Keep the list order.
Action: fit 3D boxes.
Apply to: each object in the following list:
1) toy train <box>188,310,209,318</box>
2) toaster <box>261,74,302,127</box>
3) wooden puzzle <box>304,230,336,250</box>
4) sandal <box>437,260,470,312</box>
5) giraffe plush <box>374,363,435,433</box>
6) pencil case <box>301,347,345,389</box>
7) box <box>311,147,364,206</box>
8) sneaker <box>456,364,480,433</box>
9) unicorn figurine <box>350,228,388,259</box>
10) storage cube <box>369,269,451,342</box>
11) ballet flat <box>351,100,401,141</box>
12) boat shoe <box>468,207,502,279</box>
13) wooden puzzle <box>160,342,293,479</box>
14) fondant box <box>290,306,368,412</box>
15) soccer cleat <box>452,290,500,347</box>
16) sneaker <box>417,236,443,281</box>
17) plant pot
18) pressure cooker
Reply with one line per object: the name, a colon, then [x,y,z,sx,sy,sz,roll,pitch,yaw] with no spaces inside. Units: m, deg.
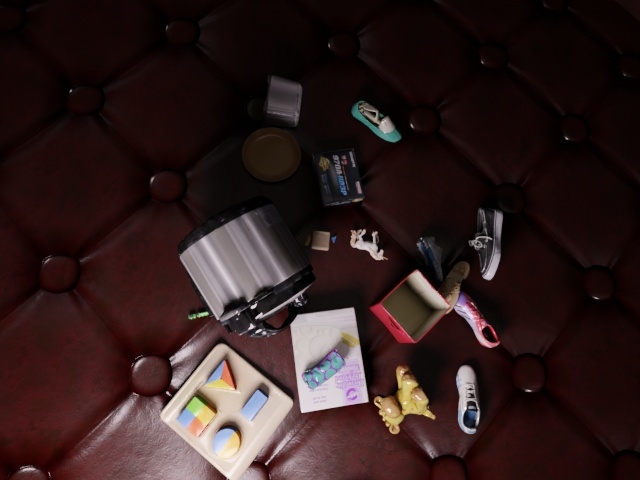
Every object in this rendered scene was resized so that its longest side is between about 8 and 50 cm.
toy train: [-0.439,0.269,1.541,0.083,0.024,0.017,-13,78,-9]
toaster: [-0.156,-0.556,1.726,0.146,0.129,0.227,7,74,-7]
wooden puzzle: [0.000,0.000,1.663,0.116,0.014,0.079,13,79,-3]
sandal: [0.500,0.161,1.623,0.088,0.079,0.240,17,60,37]
giraffe plush: [0.282,0.571,1.495,0.170,0.181,0.210,-28,115,-2]
pencil case: [0.009,0.436,1.431,0.151,0.064,0.070,-34,98,-13]
box: [0.069,-0.255,1.714,0.175,0.051,0.220,-9,77,-9]
sneaker: [0.545,0.576,1.543,0.085,0.086,0.237,4,74,-4]
unicorn figurine: [0.194,0.016,1.663,0.161,0.060,0.111,9,75,13]
storage cube: [0.317,0.245,1.544,0.215,0.193,0.184,-41,83,-13]
ballet flat: [0.239,-0.502,1.776,0.247,0.087,0.083,35,74,3]
boat shoe: [0.654,0.005,1.685,0.104,0.113,0.307,13,72,4]
wooden puzzle: [-0.317,0.581,1.448,0.347,0.080,0.322,38,75,4]
fondant box: [0.025,0.420,1.519,0.238,0.096,0.331,-6,78,-8]
soccer cleat: [0.592,0.294,1.613,0.083,0.095,0.248,-29,81,-12]
sneaker: [0.455,0.068,1.670,0.082,0.071,0.191,-14,80,-19]
plant pot: [-0.198,-0.345,1.717,0.236,0.032,0.237,1,76,-5]
pressure cooker: [-0.223,0.110,1.403,0.369,0.375,0.421,-32,90,-22]
